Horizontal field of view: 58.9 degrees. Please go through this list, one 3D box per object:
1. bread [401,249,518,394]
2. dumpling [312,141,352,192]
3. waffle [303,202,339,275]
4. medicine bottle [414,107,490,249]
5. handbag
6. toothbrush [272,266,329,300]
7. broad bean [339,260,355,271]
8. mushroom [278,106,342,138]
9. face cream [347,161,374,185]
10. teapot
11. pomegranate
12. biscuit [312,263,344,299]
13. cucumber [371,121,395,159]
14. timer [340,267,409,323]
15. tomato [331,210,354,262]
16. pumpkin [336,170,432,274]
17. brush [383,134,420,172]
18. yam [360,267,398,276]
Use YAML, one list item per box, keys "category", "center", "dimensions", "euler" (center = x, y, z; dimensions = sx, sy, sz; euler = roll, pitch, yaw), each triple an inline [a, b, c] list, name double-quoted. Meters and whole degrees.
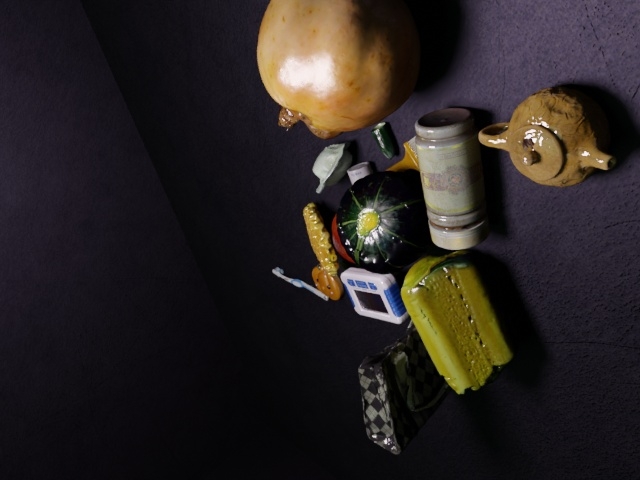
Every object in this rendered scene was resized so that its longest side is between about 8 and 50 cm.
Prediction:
- category: "bread"
  center: [0.388, 0.205, 1.581]
  dimensions: [0.377, 0.251, 0.208]
  euler: [61, -167, -13]
- category: "dumpling"
  center: [0.025, -0.237, 1.798]
  dimensions: [0.108, 0.152, 0.219]
  euler: [48, 145, 14]
- category: "waffle"
  center: [-0.002, 0.000, 2.052]
  dimensions: [0.309, 0.065, 0.284]
  euler: [179, 71, -87]
- category: "medicine bottle"
  center: [0.327, -0.152, 1.405]
  dimensions: [0.151, 0.151, 0.323]
  euler: [21, 135, 48]
- category: "handbag"
  center: [0.283, 0.390, 1.737]
  dimensions: [0.180, 0.416, 0.317]
  euler: [10, 127, 42]
- category: "toothbrush"
  center: [-0.095, 0.195, 2.538]
  dimensions: [0.386, 0.040, 0.040]
  euler: [25, 137, 45]
- category: "broad bean"
  center: [0.139, 0.153, 2.120]
  dimensions: [0.195, 0.046, 0.061]
  euler: [53, 149, 5]
- category: "mushroom"
  center: [-0.024, -0.436, 1.679]
  dimensions: [0.297, 0.163, 0.278]
  euler: [56, 143, 4]
- category: "face cream"
  center: [0.163, -0.118, 1.777]
  dimensions: [0.077, 0.077, 0.250]
  euler: [5, 122, 56]
- category: "teapot"
  center: [0.450, -0.197, 1.149]
  dimensions: [0.311, 0.167, 0.204]
  euler: [25, 138, 46]
- category: "pomegranate"
  center: [0.048, -0.461, 1.341]
  dimensions: [0.411, 0.411, 0.412]
  euler: [38, 146, 32]
- category: "biscuit"
  center: [0.022, 0.168, 2.313]
  dimensions: [0.170, 0.050, 0.170]
  euler: [37, 145, 32]
- category: "cucumber"
  center: [0.186, -0.281, 1.614]
  dimensions: [0.048, 0.048, 0.105]
  euler: [-8, 113, 60]
- category: "timer"
  center: [0.185, 0.177, 1.898]
  dimensions: [0.253, 0.078, 0.178]
  euler: [4, 124, 57]
- category: "tomato"
  center: [0.104, -0.008, 1.914]
  dimensions: [0.228, 0.112, 0.199]
  euler: [60, 163, 2]
- category: "pumpkin"
  center: [0.202, -0.056, 1.635]
  dimensions: [0.295, 0.295, 0.296]
  euler: [38, 146, 32]
- category: "brush"
  center: [0.235, -0.212, 1.638]
  dimensions: [0.103, 0.013, 0.272]
  euler: [59, 153, 0]
- category: "yam"
  center: [0.200, 0.106, 1.956]
  dimensions: [0.169, 0.068, 0.068]
  euler: [-19, 101, 58]
